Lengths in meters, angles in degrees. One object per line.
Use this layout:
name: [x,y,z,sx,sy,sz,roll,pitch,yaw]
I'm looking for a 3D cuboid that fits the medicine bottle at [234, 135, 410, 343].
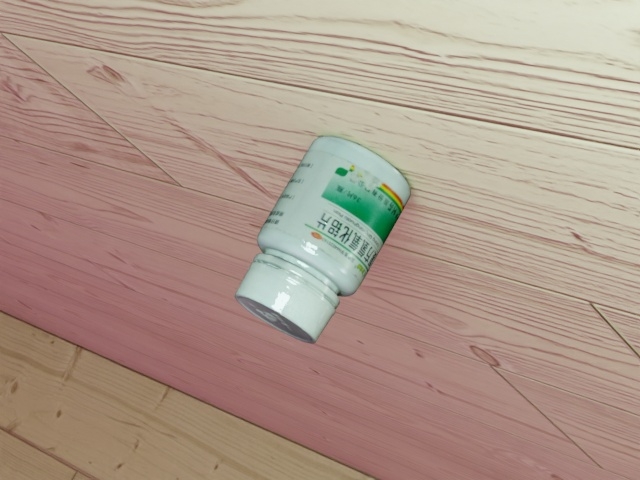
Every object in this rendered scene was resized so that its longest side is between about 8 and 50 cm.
medicine bottle: [0.000,0.000,1.023,0.080,0.130,0.080,28,166,7]
